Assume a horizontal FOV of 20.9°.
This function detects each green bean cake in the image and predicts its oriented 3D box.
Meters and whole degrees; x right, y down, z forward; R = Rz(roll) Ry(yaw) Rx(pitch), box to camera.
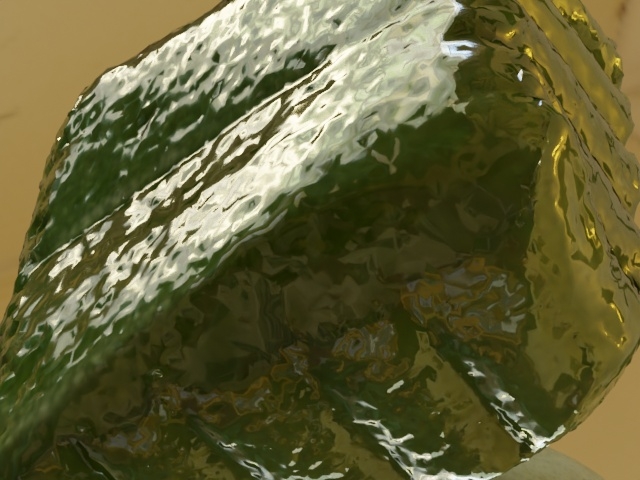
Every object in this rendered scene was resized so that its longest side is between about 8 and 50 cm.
[{"bbox_3d":[0.000,0.000,0.638,0.125,0.248,0.222,43,31,-30],"label":"green bean cake"}]

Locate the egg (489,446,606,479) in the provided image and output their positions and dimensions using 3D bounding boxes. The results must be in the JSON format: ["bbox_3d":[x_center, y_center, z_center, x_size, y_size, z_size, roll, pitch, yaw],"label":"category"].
[{"bbox_3d":[0.123,0.215,1.133,0.169,0.236,0.169,-45,-153,31],"label":"egg"}]
